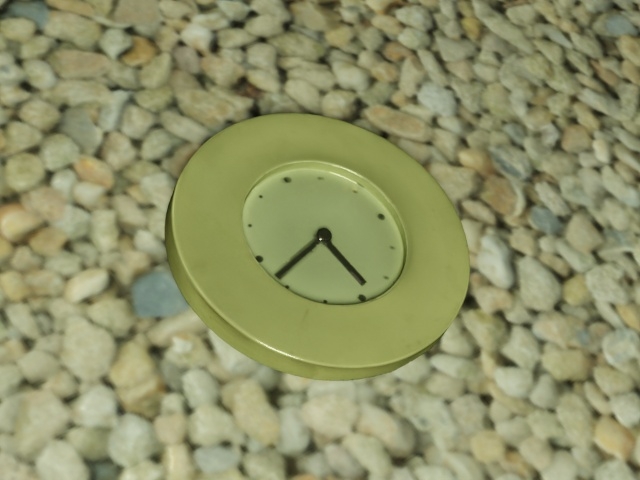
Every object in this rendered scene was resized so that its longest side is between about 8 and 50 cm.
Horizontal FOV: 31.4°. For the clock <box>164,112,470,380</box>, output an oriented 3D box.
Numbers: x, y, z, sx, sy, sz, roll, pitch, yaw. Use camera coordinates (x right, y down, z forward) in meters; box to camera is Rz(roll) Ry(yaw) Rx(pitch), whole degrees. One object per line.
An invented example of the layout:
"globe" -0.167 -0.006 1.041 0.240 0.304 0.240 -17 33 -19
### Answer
"clock" 0.000 0.000 0.866 0.235 0.029 0.235 10 53 -13
